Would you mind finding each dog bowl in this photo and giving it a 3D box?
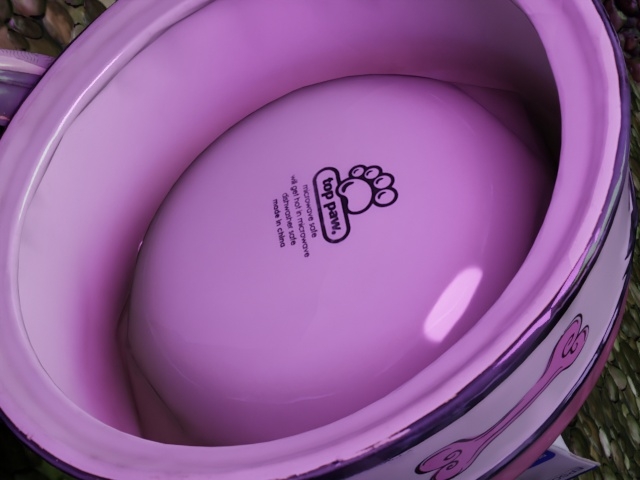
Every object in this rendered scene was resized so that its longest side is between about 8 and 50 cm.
[{"bbox_3d":[0.000,0.000,1.103,0.150,0.408,0.408,55,23,-48],"label":"dog bowl"}]

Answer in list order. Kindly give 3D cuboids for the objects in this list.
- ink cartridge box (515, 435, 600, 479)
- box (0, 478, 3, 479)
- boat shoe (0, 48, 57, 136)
[{"bbox_3d":[0.057,0.153,1.460,0.371,0.176,0.069,28,42,-51],"label":"ink cartridge box"},{"bbox_3d":[-0.207,0.205,1.032,0.180,0.077,0.147,37,36,-43],"label":"box"},{"bbox_3d":[-0.168,-0.023,1.262,0.355,0.132,0.130,23,46,-52],"label":"boat shoe"}]
